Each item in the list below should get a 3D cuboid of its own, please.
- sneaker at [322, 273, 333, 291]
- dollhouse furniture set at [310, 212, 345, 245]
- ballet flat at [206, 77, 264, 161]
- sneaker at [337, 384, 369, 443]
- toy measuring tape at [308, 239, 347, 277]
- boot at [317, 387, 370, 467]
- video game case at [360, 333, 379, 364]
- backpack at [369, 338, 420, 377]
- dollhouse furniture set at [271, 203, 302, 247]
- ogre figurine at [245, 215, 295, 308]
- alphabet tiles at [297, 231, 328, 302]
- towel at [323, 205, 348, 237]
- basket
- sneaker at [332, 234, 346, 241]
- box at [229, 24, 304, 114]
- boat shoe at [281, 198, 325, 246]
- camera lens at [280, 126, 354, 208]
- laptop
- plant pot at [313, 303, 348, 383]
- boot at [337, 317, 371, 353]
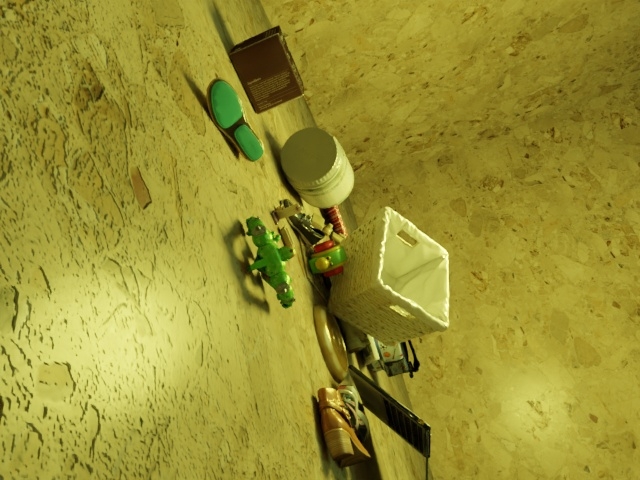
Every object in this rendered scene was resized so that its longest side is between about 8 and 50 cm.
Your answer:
[{"bbox_3d":[0.101,0.139,1.768,0.270,0.145,0.090,50,22,-65],"label":"sneaker"},{"bbox_3d":[0.000,0.000,1.841,0.151,0.123,0.144,33,16,-7],"label":"dollhouse furniture set"},{"bbox_3d":[-0.206,-0.274,1.106,0.073,0.080,0.232,41,-15,40],"label":"ballet flat"},{"bbox_3d":[0.067,0.451,1.209,0.077,0.072,0.178,-53,128,-52],"label":"sneaker"},{"bbox_3d":[0.035,0.050,1.611,0.330,0.121,0.121,-41,112,-81],"label":"toy measuring tape"},{"bbox_3d":[0.052,0.426,1.103,0.197,0.072,0.152,63,7,-53],"label":"boot"},{"bbox_3d":[0.169,0.379,1.869,0.173,0.022,0.190,113,-37,-68],"label":"video game case"},{"bbox_3d":[0.274,0.410,2.030,0.277,0.213,0.263,-103,178,-52],"label":"backpack"},{"bbox_3d":[-0.071,-0.046,1.329,0.091,0.081,0.114,-75,144,-74],"label":"dollhouse furniture set"},{"bbox_3d":[-0.099,0.042,0.963,0.118,0.096,0.197,154,-67,-81],"label":"ogre figurine"},{"bbox_3d":[-0.030,0.064,1.583,0.198,0.009,0.237,57,16,-54],"label":"alphabet tiles"},{"bbox_3d":[0.080,-0.062,2.248,0.199,0.031,0.275,155,-86,-78],"label":"towel"},{"bbox_3d":[0.232,0.130,1.629,0.328,0.266,0.331,33,48,-25],"label":"basket"},{"bbox_3d":[0.096,0.068,2.048,0.153,0.094,0.235,63,-2,7],"label":"sneaker"},{"bbox_3d":[-0.167,-0.545,1.548,0.168,0.167,0.203,-95,163,-58],"label":"box"},{"bbox_3d":[-0.053,-0.063,1.502,0.206,0.065,0.075,54,19,-40],"label":"boat shoe"},{"bbox_3d":[-0.007,-0.248,1.708,0.274,0.219,0.219,44,28,-70],"label":"camera lens"},{"bbox_3d":[0.188,0.609,1.322,0.408,0.236,0.382,33,-22,29],"label":"laptop"},{"bbox_3d":[0.036,0.295,1.409,0.236,0.032,0.236,-19,90,-82],"label":"plant pot"},{"bbox_3d":[0.112,0.306,1.715,0.213,0.077,0.165,26,42,-77],"label":"boot"}]
